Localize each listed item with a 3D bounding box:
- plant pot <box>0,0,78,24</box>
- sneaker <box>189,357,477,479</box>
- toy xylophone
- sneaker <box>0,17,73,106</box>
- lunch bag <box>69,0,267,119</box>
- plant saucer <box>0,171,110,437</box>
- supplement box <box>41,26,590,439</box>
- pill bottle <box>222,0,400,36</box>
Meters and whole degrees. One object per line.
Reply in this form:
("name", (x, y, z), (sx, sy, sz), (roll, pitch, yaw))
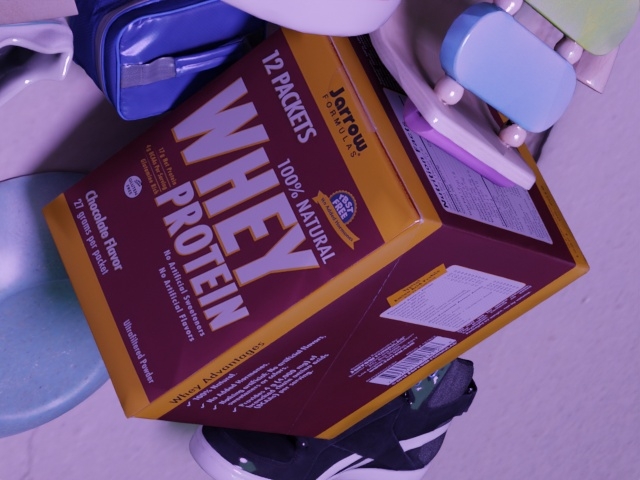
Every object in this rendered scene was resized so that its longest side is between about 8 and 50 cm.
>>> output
("plant pot", (-0.172, -0.153, 0.840), (0.096, 0.109, 0.109), (-18, 139, -6))
("sneaker", (0.015, 0.095, 1.259), (0.217, 0.079, 0.121), (3, 122, -51))
("toy xylophone", (0.155, -0.176, 0.980), (0.236, 0.081, 0.322), (13, 111, -53))
("sneaker", (-0.188, -0.081, 0.926), (0.152, 0.061, 0.053), (-25, 141, -16))
("lunch bag", (-0.072, -0.104, 0.993), (0.098, 0.065, 0.067), (-18, 137, -24))
("plant saucer", (-0.164, 0.050, 1.092), (0.195, 0.037, 0.195), (-23, 139, -22))
("supplement box", (0.000, 0.000, 1.039), (0.191, 0.129, 0.194), (-35, 156, 22))
("pill bottle", (0.028, -0.261, 0.832), (0.176, 0.176, 0.318), (8, 122, -44))
